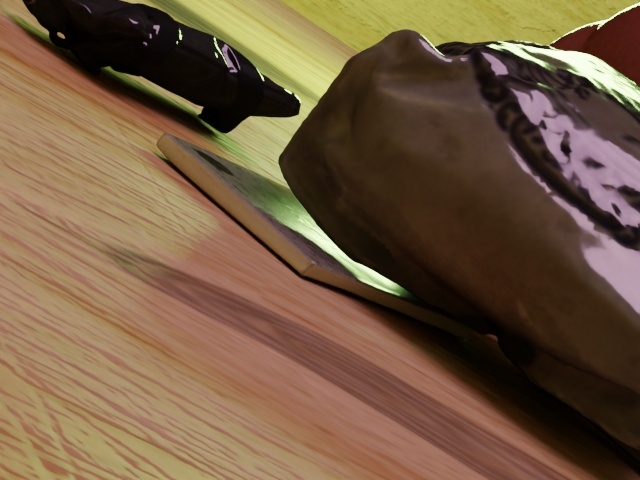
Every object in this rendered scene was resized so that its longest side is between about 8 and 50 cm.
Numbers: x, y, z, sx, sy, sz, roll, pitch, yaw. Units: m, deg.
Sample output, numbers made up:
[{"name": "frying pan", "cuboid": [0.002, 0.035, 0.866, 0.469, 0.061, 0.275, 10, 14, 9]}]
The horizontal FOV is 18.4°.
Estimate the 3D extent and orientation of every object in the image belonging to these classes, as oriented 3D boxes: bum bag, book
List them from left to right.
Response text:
[{"name": "bum bag", "cuboid": [-0.087, -0.099, 1.132, 0.087, 0.049, 0.197, 10, -9, 37]}, {"name": "book", "cuboid": [0.000, 0.000, 1.015, 0.118, 0.012, 0.172, 41, 10, 32]}]

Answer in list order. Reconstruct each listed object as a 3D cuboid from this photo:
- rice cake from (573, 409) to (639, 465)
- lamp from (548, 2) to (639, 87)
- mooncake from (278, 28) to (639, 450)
[{"name": "rice cake", "cuboid": [0.176, 0.104, 1.046, 0.206, 0.036, 0.047, 41, 3, 38]}, {"name": "lamp", "cuboid": [0.254, -0.013, 1.335, 0.305, 0.240, 0.305, 16, -38, 13]}, {"name": "mooncake", "cuboid": [0.134, -0.017, 1.038, 0.250, 0.136, 0.254, 38, 17, 15]}]
